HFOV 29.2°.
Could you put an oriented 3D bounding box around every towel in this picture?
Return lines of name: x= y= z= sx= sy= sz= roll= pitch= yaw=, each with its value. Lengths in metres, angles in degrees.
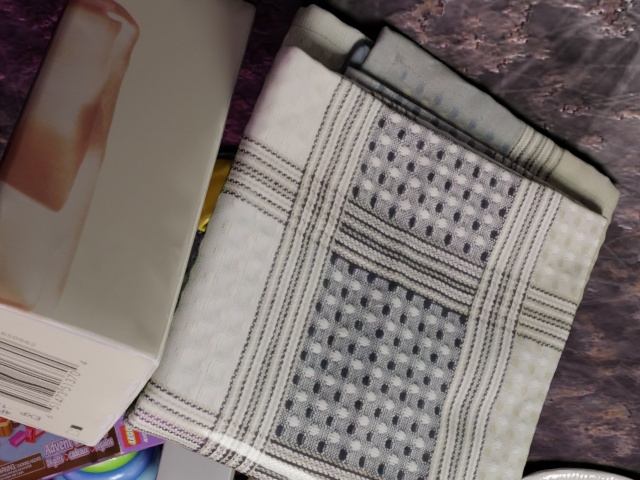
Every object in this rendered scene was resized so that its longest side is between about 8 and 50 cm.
towel: x=0.059 y=0.032 z=0.862 sx=0.312 sy=0.324 sz=0.056 roll=27 pitch=165 yaw=-22

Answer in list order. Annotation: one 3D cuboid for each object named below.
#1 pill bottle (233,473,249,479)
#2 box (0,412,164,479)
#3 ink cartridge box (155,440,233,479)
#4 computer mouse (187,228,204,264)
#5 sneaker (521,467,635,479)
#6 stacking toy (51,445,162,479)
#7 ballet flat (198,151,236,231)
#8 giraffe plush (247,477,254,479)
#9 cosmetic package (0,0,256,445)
pill bottle: x=-0.046 y=0.328 z=1.418 sx=0.245 sy=0.130 sz=0.130 roll=-5 pitch=149 yaw=-19
box: x=-0.287 y=0.134 z=1.191 sx=0.293 sy=0.201 sz=0.057 roll=-24 pitch=169 yaw=39
ink cartridge box: x=-0.120 y=0.211 z=1.272 sx=0.072 sy=0.128 sz=0.175 roll=11 pitch=164 yaw=-1
computer mouse: x=-0.104 y=0.013 z=1.114 sx=0.071 sy=0.041 sz=0.242 roll=-27 pitch=138 yaw=16
sneaker: x=0.240 y=0.354 z=1.448 sx=0.322 sy=0.130 sz=0.236 roll=-10 pitch=160 yaw=6
stacking toy: x=-0.237 y=0.198 z=1.339 sx=0.141 sy=0.141 sz=0.330 roll=9 pitch=139 yaw=3
ballet flat: x=0.000 y=0.000 z=1.024 sx=0.230 sy=0.077 sz=0.077 roll=20 pitch=143 yaw=-13
giraffe plush: x=0.011 y=0.255 z=1.300 sx=0.170 sy=0.210 sz=0.181 roll=-11 pitch=165 yaw=35
cosmetic package: x=-0.152 y=-0.035 z=0.826 sx=0.129 sy=0.296 sz=0.153 roll=22 pitch=142 yaw=-14
